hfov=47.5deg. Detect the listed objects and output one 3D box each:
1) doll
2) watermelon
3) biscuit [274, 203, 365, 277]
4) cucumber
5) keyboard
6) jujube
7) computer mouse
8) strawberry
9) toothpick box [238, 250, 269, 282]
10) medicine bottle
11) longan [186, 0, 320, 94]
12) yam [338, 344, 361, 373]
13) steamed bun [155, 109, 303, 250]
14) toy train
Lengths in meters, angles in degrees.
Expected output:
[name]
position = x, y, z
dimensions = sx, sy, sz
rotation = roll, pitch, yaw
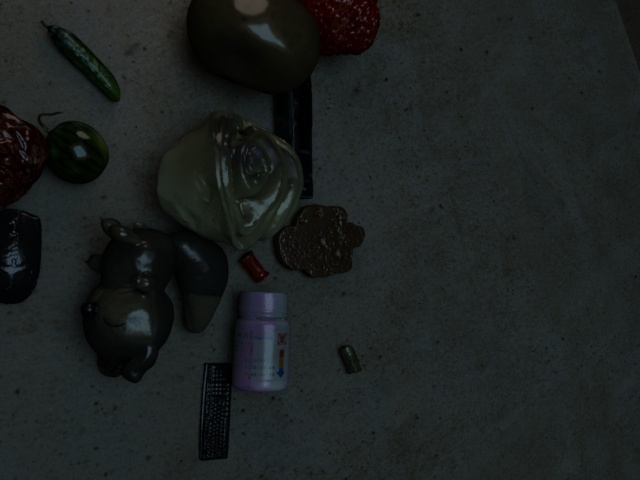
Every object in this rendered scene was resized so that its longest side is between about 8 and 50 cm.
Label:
[doll]
position = -0.380, 0.151, 1.722
dimensions = 0.379, 0.252, 0.382
rotation = 6, 91, -30
[watermelon]
position = -0.580, -0.218, 1.682
dimensions = 0.187, 0.141, 0.140
rotation = 44, 68, -18
[biscuit]
position = 0.000, 0.000, 2.062
dimensions = 0.291, 0.041, 0.208
rotation = -9, 93, -31
[cucumber]
position = -0.567, -0.436, 1.746
dimensions = 0.250, 0.056, 0.056
rotation = 47, 67, -23
[keyboard]
position = -0.274, 0.444, 1.895
dimensions = 0.087, 0.017, 0.250
rotation = 6, 85, -31
[jujube]
position = -0.706, -0.169, 1.554
dimensions = 0.213, 0.213, 0.232
rotation = 40, 86, -23
[computer mouse]
position = -0.694, 0.035, 1.639
dimensions = 0.122, 0.073, 0.217
rotation = 2, 85, -30
[strawberry]
position = 0.040, -0.647, 1.985
dimensions = 0.257, 0.257, 0.276
rotation = -44, 151, -25
[toothpick box]
position = -0.177, 0.072, 1.952
dimensions = 0.047, 0.047, 0.083
rotation = -44, 109, -24
[medicine bottle]
position = -0.153, 0.260, 1.898
dimensions = 0.152, 0.152, 0.254
rotation = 4, 85, -30
[longan]
position = -0.169, -0.522, 1.854
dimensions = 0.350, 0.288, 0.288
rotation = 28, 73, -5
[yam]
position = 0.087, 0.345, 2.095
dimensions = 0.043, 0.043, 0.094
rotation = -25, 99, -29
[steamed bun]
position = -0.205, -0.172, 1.800
dimensions = 0.352, 0.247, 0.339
rotation = 28, 49, -15
[toy train]
position = -0.076, -0.317, 2.007
dimensions = 0.086, 0.089, 0.409
rotation = 1, 86, -40
